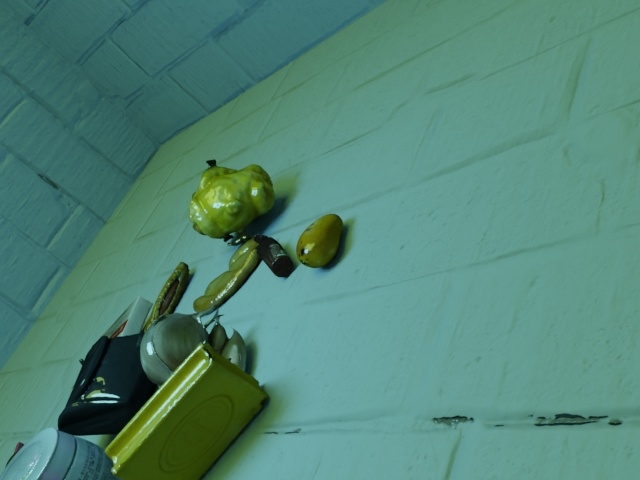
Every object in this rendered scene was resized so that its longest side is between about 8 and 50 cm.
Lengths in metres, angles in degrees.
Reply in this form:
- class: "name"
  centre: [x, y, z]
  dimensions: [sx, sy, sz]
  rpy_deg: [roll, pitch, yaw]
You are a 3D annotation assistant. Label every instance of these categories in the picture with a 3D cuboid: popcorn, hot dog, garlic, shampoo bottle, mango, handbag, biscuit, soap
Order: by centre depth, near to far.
- class: "soap"
  centre: [-0.282, 0.399, 1.550]
  dimensions: [0.324, 0.204, 0.096]
  rpy_deg: [-49, 35, -2]
- class: "shampoo bottle"
  centre: [-0.615, 0.606, 1.696]
  dimensions: [0.273, 0.266, 0.273]
  rpy_deg: [-37, 25, 21]
- class: "garlic"
  centre: [-0.301, 0.279, 1.718]
  dimensions: [0.237, 0.210, 0.292]
  rpy_deg: [-17, 42, -4]
- class: "mango"
  centre: [-0.003, 0.002, 1.824]
  dimensions: [0.115, 0.090, 0.178]
  rpy_deg: [-21, 31, 27]
- class: "shampoo bottle"
  centre: [-0.136, 0.036, 2.011]
  dimensions: [0.067, 0.068, 0.236]
  rpy_deg: [-48, 24, 2]
- class: "handbag"
  centre: [-0.609, 0.391, 2.018]
  dimensions: [0.274, 0.178, 0.302]
  rpy_deg: [-3, 35, 8]
- class: "biscuit"
  centre: [-0.271, 0.108, 2.155]
  dimensions: [0.299, 0.045, 0.154]
  rpy_deg: [-51, 26, -8]
- class: "popcorn"
  centre: [-0.300, -0.127, 2.276]
  dimensions: [0.315, 0.281, 0.297]
  rpy_deg: [-7, 18, 47]
- class: "hot dog"
  centre: [-0.509, 0.198, 2.381]
  dimensions: [0.083, 0.068, 0.289]
  rpy_deg: [-53, 15, 56]

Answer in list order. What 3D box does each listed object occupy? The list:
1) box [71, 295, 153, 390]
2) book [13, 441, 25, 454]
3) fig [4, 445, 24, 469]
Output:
- class: "box"
  centre: [-0.700, 0.358, 2.389]
  dimensions: [0.353, 0.069, 0.214]
  rpy_deg: [-44, 22, 35]
- class: "book"
  centre: [-0.820, 0.695, 2.020]
  dimensions: [0.022, 0.162, 0.232]
  rpy_deg: [-37, 26, 10]
- class: "fig"
  centre: [-0.728, 0.701, 1.895]
  dimensions: [0.217, 0.216, 0.321]
  rpy_deg: [-29, 59, 35]
